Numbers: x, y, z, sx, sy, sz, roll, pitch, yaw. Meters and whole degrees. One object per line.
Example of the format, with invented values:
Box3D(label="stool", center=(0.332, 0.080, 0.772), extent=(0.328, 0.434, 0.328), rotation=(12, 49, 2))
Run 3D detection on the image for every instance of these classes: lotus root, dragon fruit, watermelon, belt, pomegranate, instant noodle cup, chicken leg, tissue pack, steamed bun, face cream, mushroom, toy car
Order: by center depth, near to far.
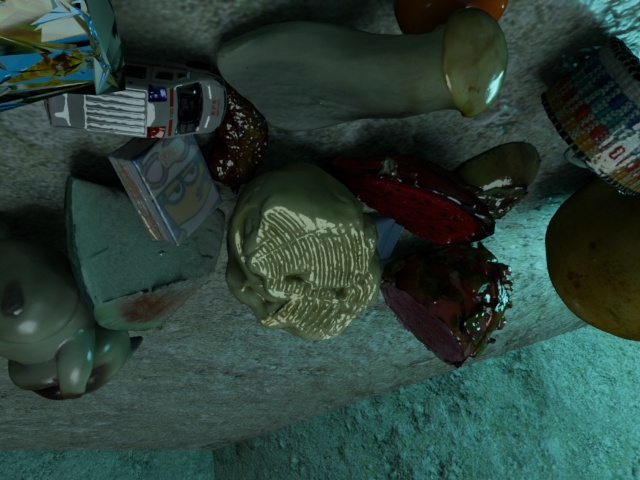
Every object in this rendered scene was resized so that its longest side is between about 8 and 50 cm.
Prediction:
Box3D(label="instant noodle cup", center=(-0.285, -0.216, 0.426), extent=(0.178, 0.240, 0.240), rotation=(-13, 151, -11))
Box3D(label="mushroom", center=(0.041, -0.193, 0.579), extent=(0.328, 0.122, 0.159), rotation=(9, -171, 38))
Box3D(label="toy car", center=(-0.214, -0.170, 0.602), extent=(0.209, 0.108, 0.089), rotation=(3, 120, -18))
Box3D(label="tissue pack", center=(-0.219, -0.086, 0.725), extent=(0.065, 0.115, 0.155), rotation=(10, 135, 29))
Box3D(label="chicken leg", center=(-0.131, -0.149, 0.753), extent=(0.105, 0.063, 0.234), rotation=(-4, 148, -23))
Box3D(label="belt", center=(0.470, -0.179, 0.789), extent=(0.295, 0.207, 0.160), rotation=(-2, 149, -47))
Box3D(label="watermelon", center=(-0.281, 0.014, 0.856), extent=(0.258, 0.228, 0.387), rotation=(-20, 157, -6))
Box3D(label="steamed bun", center=(-0.037, 0.004, 0.871), extent=(0.289, 0.203, 0.276), rotation=(31, 111, -29))
Box3D(label="dragon fruit", center=(0.198, -0.078, 0.904), extent=(0.282, 0.100, 0.343), rotation=(18, 172, 44))
Box3D(label="lotus root", center=(0.354, -0.102, 1.005), extent=(0.203, 0.078, 0.183), rotation=(-27, 148, 22))
Box3D(label="pomegranate", center=(0.684, 0.031, 1.008), extent=(0.416, 0.417, 0.417), rotation=(-9, 151, -5))
Box3D(label="face cream", center=(0.000, 0.000, 1.042), extent=(0.385, 0.086, 0.136), rotation=(-3, 135, -23))
Box3D(label="dragon fruit", center=(0.325, 0.119, 1.228), extent=(0.263, 0.296, 0.314), rotation=(-44, 150, -14))

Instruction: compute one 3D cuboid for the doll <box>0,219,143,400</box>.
Box3D(label="doll", center=(-0.482, 0.148, 0.872), extent=(0.215, 0.226, 0.370), rotation=(-23, 130, -5))

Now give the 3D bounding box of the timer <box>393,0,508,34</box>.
Box3D(label="timer", center=(0.157, -0.273, 0.588), extent=(0.136, 0.136, 0.099), rotation=(-25, 154, 21))
